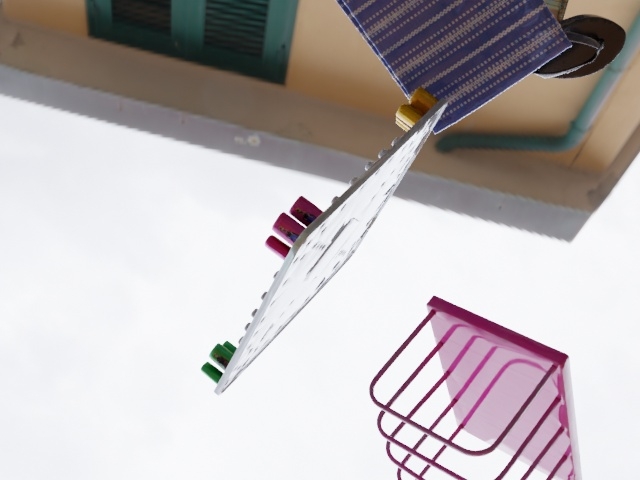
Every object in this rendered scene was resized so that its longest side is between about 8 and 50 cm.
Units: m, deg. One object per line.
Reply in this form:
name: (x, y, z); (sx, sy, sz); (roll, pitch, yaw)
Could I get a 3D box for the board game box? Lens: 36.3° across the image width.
board game box: (0.000, 0.000, 1.398); (0.050, 0.390, 0.390); (39, -132, 8)

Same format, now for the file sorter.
file sorter: (0.201, 0.260, 1.281); (0.202, 0.291, 0.182); (24, -122, 36)

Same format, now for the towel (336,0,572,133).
towel: (0.163, -0.348, 1.389); (0.336, 0.243, 0.040); (53, -153, -7)

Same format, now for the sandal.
sandal: (0.343, -0.278, 1.445); (0.254, 0.097, 0.054); (-8, -146, -19)

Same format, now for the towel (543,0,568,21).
towel: (0.356, -0.565, 1.744); (0.271, 0.370, 0.040); (28, -151, 36)
